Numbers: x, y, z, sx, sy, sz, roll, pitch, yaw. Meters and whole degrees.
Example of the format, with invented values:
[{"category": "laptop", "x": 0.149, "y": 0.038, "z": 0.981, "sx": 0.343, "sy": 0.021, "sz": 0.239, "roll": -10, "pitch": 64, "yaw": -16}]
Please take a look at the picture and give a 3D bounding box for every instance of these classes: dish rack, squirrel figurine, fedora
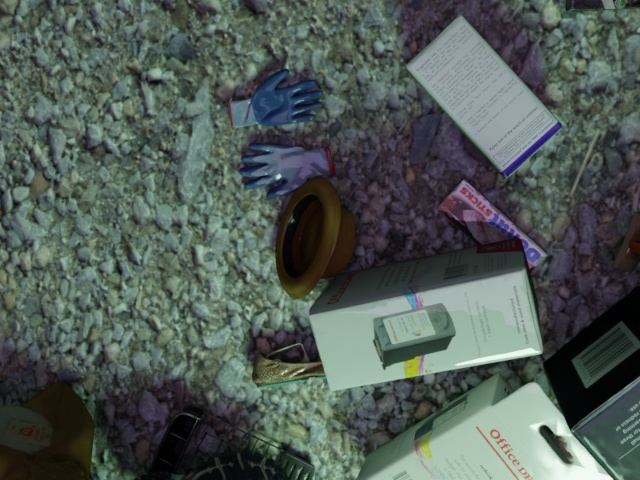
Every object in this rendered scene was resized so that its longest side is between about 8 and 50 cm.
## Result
[{"category": "dish rack", "x": -0.152, "y": 0.417, "z": 1.395, "sx": 0.271, "sy": 0.074, "sz": 0.208, "roll": 25, "pitch": 102, "yaw": 3}, {"category": "squirrel figurine", "x": -0.491, "y": 0.476, "z": 1.310, "sx": 0.397, "sy": 0.281, "sz": 0.371, "roll": 32, "pitch": 112, "yaw": 35}, {"category": "fedora", "x": 0.000, "y": 0.000, "z": 1.289, "sx": 0.079, "sy": 0.194, "sz": 0.194, "roll": 11, "pitch": 102, "yaw": -31}]

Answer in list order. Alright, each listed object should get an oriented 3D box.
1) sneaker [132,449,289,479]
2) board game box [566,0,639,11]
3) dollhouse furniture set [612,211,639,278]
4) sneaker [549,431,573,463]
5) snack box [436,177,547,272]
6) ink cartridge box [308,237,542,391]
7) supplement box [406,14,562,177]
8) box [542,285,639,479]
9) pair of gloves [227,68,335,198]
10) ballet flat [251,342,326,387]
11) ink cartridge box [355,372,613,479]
[{"category": "sneaker", "x": -0.179, "y": 0.426, "z": 1.328, "sx": 0.282, "sy": 0.110, "sz": 0.122, "roll": -11, "pitch": 116, "yaw": 9}, {"category": "board game box", "x": 0.432, "y": -0.471, "z": 1.206, "sx": 0.136, "sy": 0.030, "sz": 0.260, "roll": 1, "pitch": 99, "yaw": 9}, {"category": "dollhouse furniture set", "x": 0.602, "y": 0.035, "z": 1.164, "sx": 0.259, "sy": 0.262, "sz": 0.135, "roll": 13, "pitch": 100, "yaw": -29}, {"category": "sneaker", "x": 0.370, "y": 0.336, "z": 1.330, "sx": 0.134, "sy": 0.051, "sz": 0.070, "roll": -14, "pitch": 82, "yaw": 17}, {"category": "snack box", "x": 0.270, "y": -0.016, "z": 1.299, "sx": 0.178, "sy": 0.022, "sz": 0.064, "roll": 42, "pitch": 102, "yaw": 0}, {"category": "ink cartridge box", "x": 0.161, "y": 0.103, "z": 1.218, "sx": 0.306, "sy": 0.226, "sz": 0.131, "roll": -14, "pitch": 98, "yaw": 15}, {"category": "supplement box", "x": 0.239, "y": -0.213, "z": 1.228, "sx": 0.114, "sy": 0.111, "sz": 0.220, "roll": -44, "pitch": 92, "yaw": 11}, {"category": "box", "x": 0.541, "y": 0.299, "z": 1.175, "sx": 0.212, "sy": 0.293, "sz": 0.395, "roll": -41, "pitch": 92, "yaw": 12}, {"category": "pair of gloves", "x": -0.064, "y": -0.170, "z": 1.320, "sx": 0.159, "sy": 0.023, "sz": 0.198, "roll": -10, "pitch": 98, "yaw": 7}, {"category": "ballet flat", "x": -0.013, "y": 0.199, "z": 1.349, "sx": 0.206, "sy": 0.073, "sz": 0.067, "roll": -6, "pitch": 84, "yaw": 5}, {"category": "ink cartridge box", "x": 0.250, "y": 0.354, "z": 1.272, "sx": 0.353, "sy": 0.119, "sz": 0.207, "roll": -38, "pitch": 91, "yaw": 24}]
